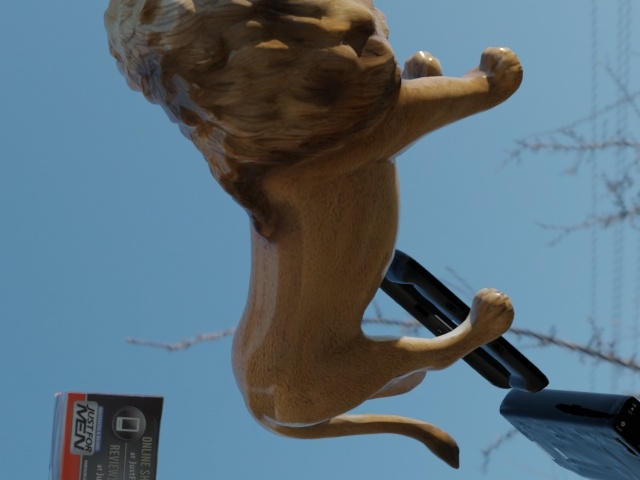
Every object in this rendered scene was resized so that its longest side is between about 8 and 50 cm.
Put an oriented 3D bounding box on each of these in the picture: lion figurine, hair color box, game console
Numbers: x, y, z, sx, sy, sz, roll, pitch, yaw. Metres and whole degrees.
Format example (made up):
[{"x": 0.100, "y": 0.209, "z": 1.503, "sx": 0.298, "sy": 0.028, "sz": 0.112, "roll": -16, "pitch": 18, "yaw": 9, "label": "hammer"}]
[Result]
[{"x": 0.000, "y": 0.000, "z": 0.773, "sx": 0.240, "sy": 0.142, "sz": 0.392, "roll": -17, "pitch": -71, "yaw": -35, "label": "lion figurine"}, {"x": -0.126, "y": 0.132, "z": 0.704, "sx": 0.053, "sy": 0.167, "sz": 0.093, "roll": 5, "pitch": -99, "yaw": -15, "label": "hair color box"}, {"x": 0.194, "y": 0.124, "z": 1.180, "sx": 0.361, "sy": 0.213, "sz": 0.044, "roll": 40, "pitch": -106, "yaw": -13, "label": "game console"}]
